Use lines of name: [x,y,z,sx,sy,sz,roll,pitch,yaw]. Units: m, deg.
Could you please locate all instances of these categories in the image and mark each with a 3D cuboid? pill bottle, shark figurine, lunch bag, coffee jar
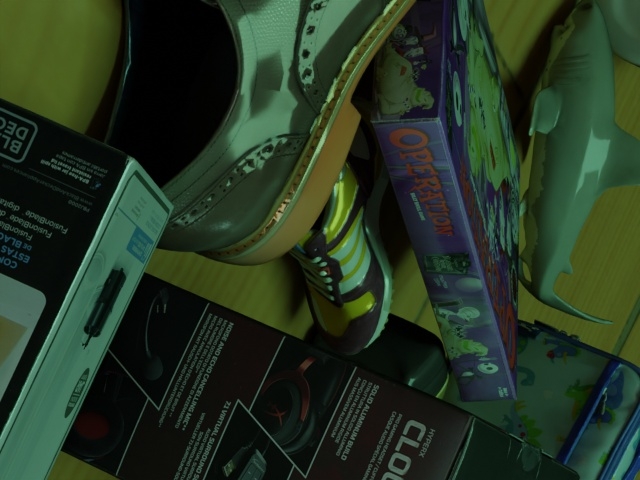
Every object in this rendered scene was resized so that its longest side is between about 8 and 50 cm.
pill bottle: [0.308,-0.188,1.681,0.193,0.108,0.108,9,102,-64]
shark figurine: [0.214,-0.037,1.571,0.166,0.116,0.278,-59,156,-65]
lunch bag: [0.165,0.178,1.611,0.219,0.176,0.090,-58,153,-19]
coffee jar: [0.043,0.135,1.430,0.079,0.096,0.184,-44,145,-37]

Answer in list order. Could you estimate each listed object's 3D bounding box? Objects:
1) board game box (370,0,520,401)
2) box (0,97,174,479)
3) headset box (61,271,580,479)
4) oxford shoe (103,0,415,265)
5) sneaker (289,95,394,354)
board game box: [0.091,-0.062,1.330,0.347,0.056,0.208,69,26,-56]
box: [-0.174,0.086,0.921,0.169,0.087,0.290,82,33,-82]
headset box: [-0.002,0.119,1.101,0.110,0.293,0.218,-66,155,-5]
oxford shoe: [-0.019,-0.160,1.051,0.133,0.130,0.363,9,101,-56]
sneaker: [0.000,0.000,1.288,0.084,0.069,0.185,-28,128,-41]
